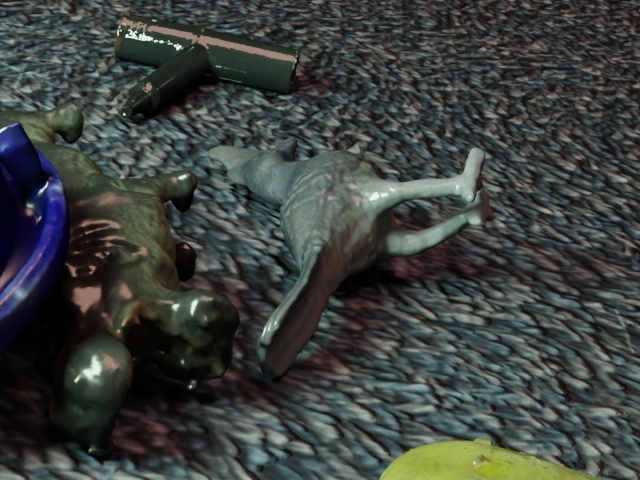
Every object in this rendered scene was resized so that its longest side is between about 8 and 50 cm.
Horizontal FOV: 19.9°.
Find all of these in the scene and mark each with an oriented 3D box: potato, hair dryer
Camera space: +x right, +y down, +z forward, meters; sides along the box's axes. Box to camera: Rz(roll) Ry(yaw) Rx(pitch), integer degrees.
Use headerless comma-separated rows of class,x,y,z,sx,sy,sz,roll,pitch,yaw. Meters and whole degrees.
potato,0.122,0.162,1.007,0.188,0.085,0.105,14,2,1
hair dryer,-0.116,-0.144,1.655,0.173,0.050,0.195,10,28,3

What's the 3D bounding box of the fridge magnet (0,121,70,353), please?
fridge magnet,-0.281,0.009,1.099,0.265,0.113,0.265,-10,37,8

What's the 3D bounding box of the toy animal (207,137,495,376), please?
toy animal,0.032,-0.014,1.355,0.206,0.081,0.367,-12,25,-3

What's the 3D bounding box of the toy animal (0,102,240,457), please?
toy animal,-0.151,0.010,1.209,0.168,0.106,0.343,-10,32,-27
